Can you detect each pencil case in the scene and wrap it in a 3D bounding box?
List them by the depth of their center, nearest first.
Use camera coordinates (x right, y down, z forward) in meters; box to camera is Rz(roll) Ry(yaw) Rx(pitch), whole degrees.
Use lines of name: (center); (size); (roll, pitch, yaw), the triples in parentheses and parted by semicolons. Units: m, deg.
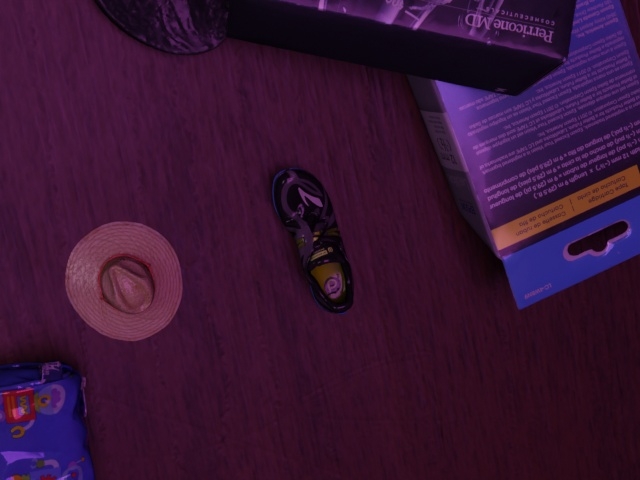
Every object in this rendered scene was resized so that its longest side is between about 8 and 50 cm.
pencil case: (-0.309, 0.279, 1.354); (0.133, 0.119, 0.306); (-13, 100, -22)

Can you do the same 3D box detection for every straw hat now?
straw hat: (-0.221, 0.052, 1.373); (0.144, 0.061, 0.144); (-2, 99, -13)

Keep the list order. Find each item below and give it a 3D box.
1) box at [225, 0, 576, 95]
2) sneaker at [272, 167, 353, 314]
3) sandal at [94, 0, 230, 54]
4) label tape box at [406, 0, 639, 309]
box: (0.097, -0.348, 1.256); (0.343, 0.179, 0.312); (10, 85, -6)
sneaker: (0.000, 0.000, 1.409); (0.067, 0.078, 0.188); (-22, 101, -10)
sandal: (-0.205, -0.397, 1.265); (0.168, 0.107, 0.445); (-26, 114, -14)
label tape box: (0.270, -0.129, 1.441); (0.249, 0.115, 0.347); (-24, 105, -8)
